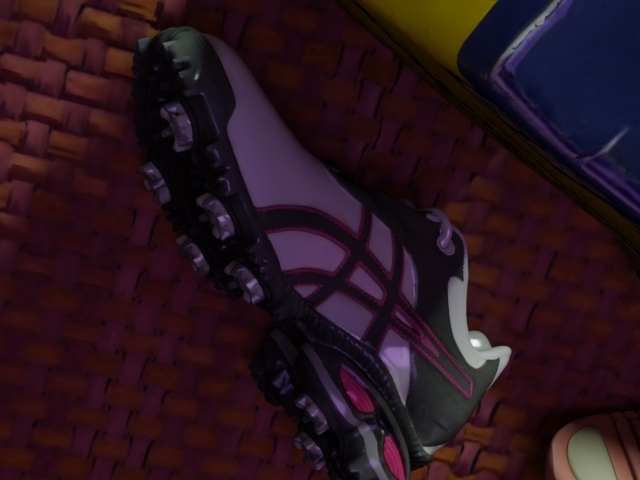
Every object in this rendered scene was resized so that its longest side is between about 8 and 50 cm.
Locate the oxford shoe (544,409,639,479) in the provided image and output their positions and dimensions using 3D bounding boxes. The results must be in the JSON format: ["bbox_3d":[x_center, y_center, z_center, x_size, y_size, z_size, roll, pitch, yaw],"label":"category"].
[{"bbox_3d":[0.295,0.213,0.780,0.397,0.140,0.146,19,122,-11],"label":"oxford shoe"}]

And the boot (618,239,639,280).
[{"bbox_3d":[0.278,-0.011,0.710,0.203,0.095,0.262,-29,91,-17],"label":"boot"}]

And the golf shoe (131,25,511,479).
[{"bbox_3d":[0.000,0.000,0.661,0.120,0.105,0.273,-36,121,-15],"label":"golf shoe"}]

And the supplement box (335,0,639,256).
[{"bbox_3d":[0.129,-0.112,0.494,0.194,0.356,0.195,39,98,-22],"label":"supplement box"}]
